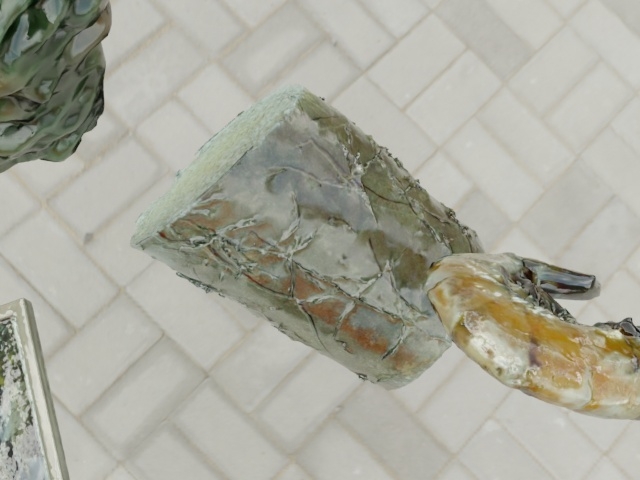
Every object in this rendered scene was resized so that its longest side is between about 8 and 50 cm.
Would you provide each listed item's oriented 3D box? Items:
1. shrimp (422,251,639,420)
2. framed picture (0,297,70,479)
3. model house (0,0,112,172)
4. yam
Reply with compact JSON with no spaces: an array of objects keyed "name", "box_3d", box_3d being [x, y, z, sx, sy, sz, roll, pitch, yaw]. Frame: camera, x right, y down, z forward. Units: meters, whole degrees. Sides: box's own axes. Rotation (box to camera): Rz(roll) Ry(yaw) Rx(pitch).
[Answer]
[{"name":"shrimp","box_3d":[0.254,0.076,0.862,0.365,0.233,0.071,7,119,-25]},{"name":"framed picture","box_3d":[-0.411,0.254,1.124,0.240,0.020,0.324,-18,76,10]},{"name":"model house","box_3d":[-0.356,-0.179,0.384,0.400,0.445,0.395,-36,73,-26]},{"name":"yam","box_3d":[0.000,0.000,1.044,0.348,0.241,0.241,35,71,-21]}]
